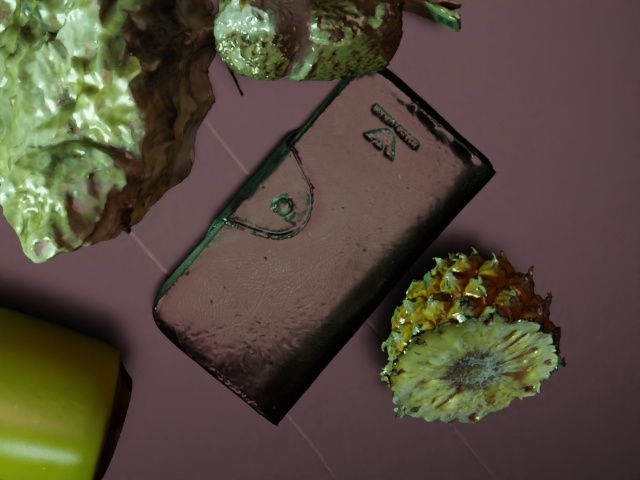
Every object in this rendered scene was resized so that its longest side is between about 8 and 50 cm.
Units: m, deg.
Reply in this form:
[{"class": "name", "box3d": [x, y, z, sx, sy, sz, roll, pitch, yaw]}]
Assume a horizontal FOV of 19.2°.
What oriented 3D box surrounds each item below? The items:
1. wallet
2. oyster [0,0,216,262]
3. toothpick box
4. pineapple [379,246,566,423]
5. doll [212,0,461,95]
[{"class": "wallet", "box3d": [0.000, 0.000, 1.723, 0.172, 0.045, 0.318, 41, 92, -10]}, {"class": "oyster", "box3d": [-0.206, -0.149, 1.646, 0.238, 0.115, 0.351, 12, 81, -6]}, {"class": "toothpick box", "box3d": [-0.308, 0.137, 1.655, 0.271, 0.175, 0.175, 14, 97, -9]}, {"class": "pineapple", "box3d": [0.129, 0.065, 1.707, 0.161, 0.137, 0.176, 2, 137, -15]}, {"class": "doll", "box3d": [0.013, -0.197, 1.663, 0.221, 0.115, 0.105, -13, 56, -12]}]
